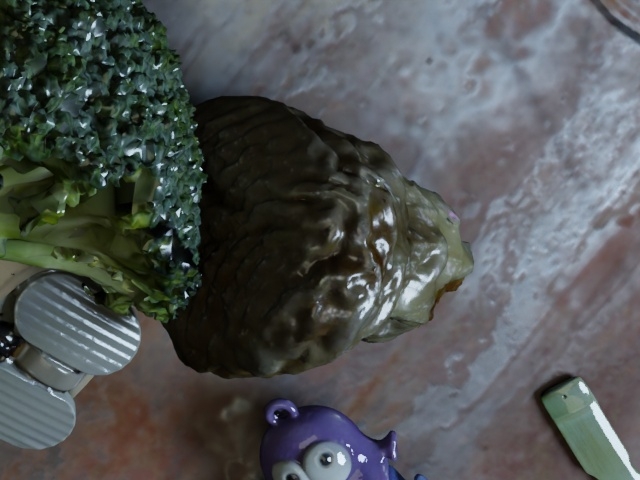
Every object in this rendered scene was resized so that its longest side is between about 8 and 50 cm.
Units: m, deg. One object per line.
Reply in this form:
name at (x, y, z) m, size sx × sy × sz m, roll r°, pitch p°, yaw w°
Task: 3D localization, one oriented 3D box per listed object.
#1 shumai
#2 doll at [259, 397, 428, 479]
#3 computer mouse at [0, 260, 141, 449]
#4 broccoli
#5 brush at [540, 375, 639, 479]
shumai at (0.000, 0.000, 0.947) m, size 0.176 × 0.206 × 0.166 m, roll 0°, pitch 106°, yaw -41°
doll at (0.023, 0.177, 1.037) m, size 0.110 × 0.067 × 0.206 m, roll -30°, pitch 117°, yaw 15°
computer mouse at (-0.229, 0.027, 0.965) m, size 0.236 × 0.082 × 0.145 m, roll 40°, pitch 100°, yaw -13°
broccoli at (-0.225, -0.006, 0.843) m, size 0.361 × 0.252 × 0.221 m, roll -29°, pitch 88°, yaw 23°
brush at (0.206, 0.170, 1.064) m, size 0.033 × 0.030 × 0.178 m, roll -30°, pitch 107°, yaw 16°
